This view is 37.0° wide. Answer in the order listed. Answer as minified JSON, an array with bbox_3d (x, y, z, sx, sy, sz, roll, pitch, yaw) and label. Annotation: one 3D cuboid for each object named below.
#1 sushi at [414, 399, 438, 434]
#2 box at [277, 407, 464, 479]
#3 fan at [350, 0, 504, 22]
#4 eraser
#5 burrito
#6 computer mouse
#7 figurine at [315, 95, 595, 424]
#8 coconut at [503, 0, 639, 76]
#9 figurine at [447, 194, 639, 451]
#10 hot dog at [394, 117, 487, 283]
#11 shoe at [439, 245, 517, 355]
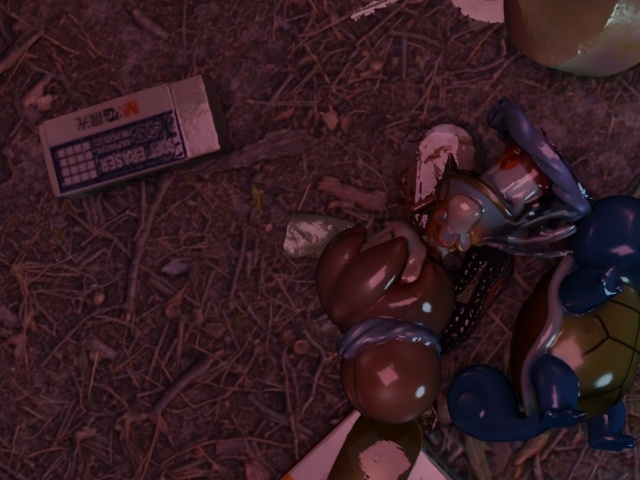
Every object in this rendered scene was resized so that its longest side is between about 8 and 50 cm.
[{"bbox_3d":[0.140,0.227,1.411,0.061,0.060,0.118,-41,82,14],"label":"sushi"},{"bbox_3d":[0.057,0.388,1.412,0.221,0.091,0.274,44,97,8],"label":"box"},{"bbox_3d":[0.197,-0.394,1.421,0.329,0.009,0.191,-18,88,10],"label":"fan"},{"bbox_3d":[-0.286,-0.156,1.480,0.279,0.081,0.124,-15,87,11],"label":"eraser"},{"bbox_3d":[0.000,-0.004,1.444,0.118,0.044,0.074,8,89,13],"label":"burrito"},{"bbox_3d":[0.068,0.328,1.342,0.102,0.045,0.199,28,93,13],"label":"computer mouse"},{"bbox_3d":[0.160,0.030,1.235,0.388,0.276,0.248,-38,89,7],"label":"figurine"},{"bbox_3d":[0.358,-0.348,1.282,0.259,0.259,0.259,0,90,11],"label":"coconut"},{"bbox_3d":[0.361,0.148,1.306,0.416,0.298,0.243,-54,37,11],"label":"figurine"},{"bbox_3d":[0.172,-0.054,1.402,0.131,0.069,0.253,4,94,2],"label":"hot dog"},{"bbox_3d":[0.221,0.089,1.385,0.074,0.077,0.194,38,102,33],"label":"shoe"}]
